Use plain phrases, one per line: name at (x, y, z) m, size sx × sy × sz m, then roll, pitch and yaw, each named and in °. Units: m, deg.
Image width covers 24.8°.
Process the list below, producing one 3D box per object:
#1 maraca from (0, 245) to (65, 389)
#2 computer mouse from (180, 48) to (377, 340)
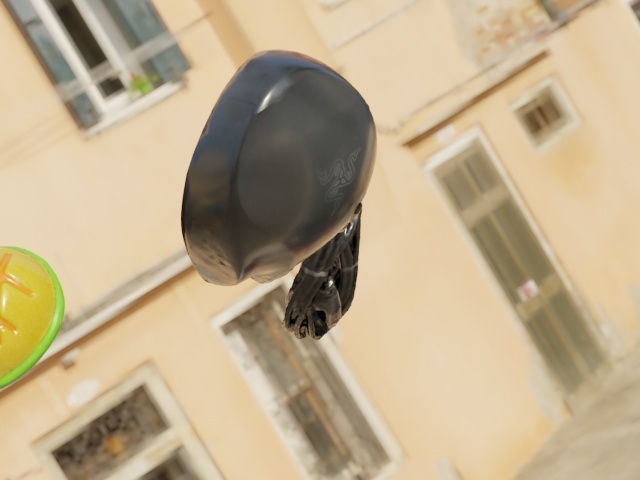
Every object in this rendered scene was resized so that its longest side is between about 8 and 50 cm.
maraca at (-0.288, 0.075, 1.138) m, size 0.186 × 0.127 × 0.099 m, roll -31°, pitch -33°, yaw -8°
computer mouse at (0.000, 0.000, 0.505) m, size 0.071 × 0.041 × 0.242 m, roll -62°, pitch -12°, yaw -9°
